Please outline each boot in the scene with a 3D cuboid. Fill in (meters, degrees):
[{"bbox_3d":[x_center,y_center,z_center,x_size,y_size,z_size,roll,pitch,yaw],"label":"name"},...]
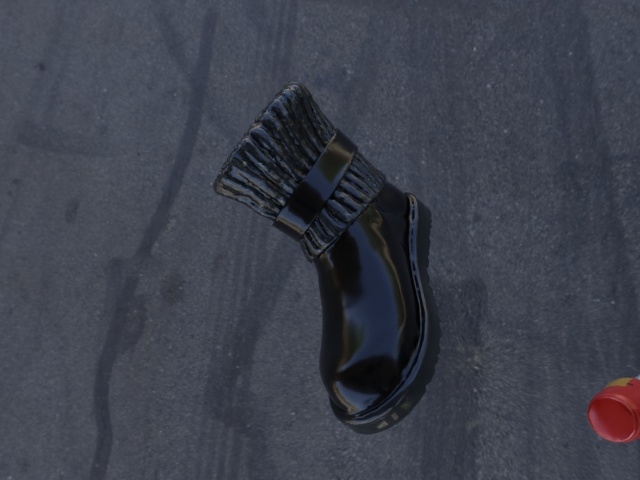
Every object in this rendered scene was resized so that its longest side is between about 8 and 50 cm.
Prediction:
[{"bbox_3d":[-0.003,0.001,0.521,0.131,0.260,0.347,-34,29,33],"label":"boot"}]

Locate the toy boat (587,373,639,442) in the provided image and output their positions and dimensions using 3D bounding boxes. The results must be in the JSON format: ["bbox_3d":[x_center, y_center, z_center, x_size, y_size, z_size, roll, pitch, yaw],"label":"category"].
[{"bbox_3d":[0.410,0.156,0.399,0.318,0.148,0.267,-8,82,49],"label":"toy boat"}]
